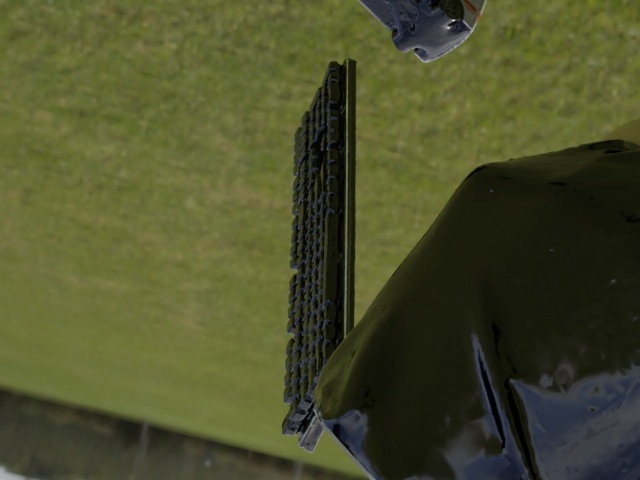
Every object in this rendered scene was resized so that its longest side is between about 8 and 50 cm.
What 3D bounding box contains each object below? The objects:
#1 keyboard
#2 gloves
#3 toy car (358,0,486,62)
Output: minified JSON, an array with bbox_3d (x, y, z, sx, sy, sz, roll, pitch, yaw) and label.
[{"bbox_3d":[0.000,0.000,1.001,0.027,0.317,0.106,13,133,-12],"label":"keyboard"},{"bbox_3d":[0.149,0.033,0.580,0.197,0.301,0.152,47,154,15],"label":"gloves"},{"bbox_3d":[0.080,-0.291,1.454,0.209,0.108,0.089,40,142,-17],"label":"toy car"}]
